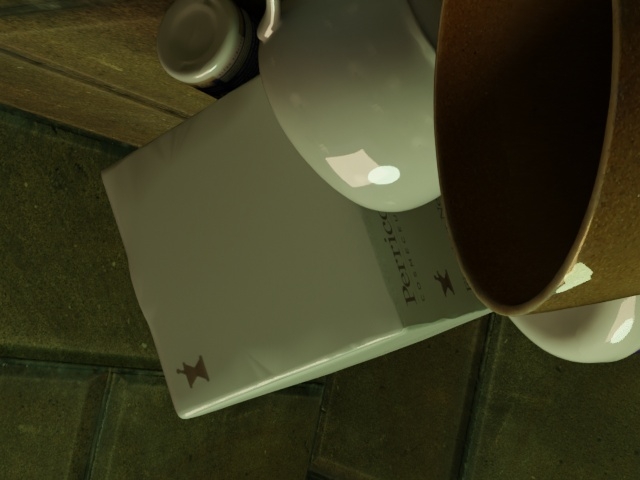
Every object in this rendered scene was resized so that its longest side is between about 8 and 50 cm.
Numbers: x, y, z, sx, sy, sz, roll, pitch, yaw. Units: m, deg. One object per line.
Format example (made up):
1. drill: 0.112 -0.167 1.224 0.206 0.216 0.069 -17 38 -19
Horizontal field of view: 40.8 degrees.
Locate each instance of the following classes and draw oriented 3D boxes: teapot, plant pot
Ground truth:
1. teapot: 0.077 -0.164 0.787 0.187 0.253 0.256 -34 175 32
2. plant pot: 0.214 -0.084 0.458 0.254 0.237 0.237 -2 179 -9

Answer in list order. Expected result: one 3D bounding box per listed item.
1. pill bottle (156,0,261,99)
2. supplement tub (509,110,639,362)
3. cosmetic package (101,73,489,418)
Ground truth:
1. pill bottle: -0.099 -0.220 1.047 0.111 0.112 0.186 10 176 31
2. supplement tub: 0.312 -0.050 0.704 0.331 0.241 0.241 -12 -176 -17
3. cosmetic package: 0.000 0.000 1.122 0.327 0.330 0.393 -25 170 28
